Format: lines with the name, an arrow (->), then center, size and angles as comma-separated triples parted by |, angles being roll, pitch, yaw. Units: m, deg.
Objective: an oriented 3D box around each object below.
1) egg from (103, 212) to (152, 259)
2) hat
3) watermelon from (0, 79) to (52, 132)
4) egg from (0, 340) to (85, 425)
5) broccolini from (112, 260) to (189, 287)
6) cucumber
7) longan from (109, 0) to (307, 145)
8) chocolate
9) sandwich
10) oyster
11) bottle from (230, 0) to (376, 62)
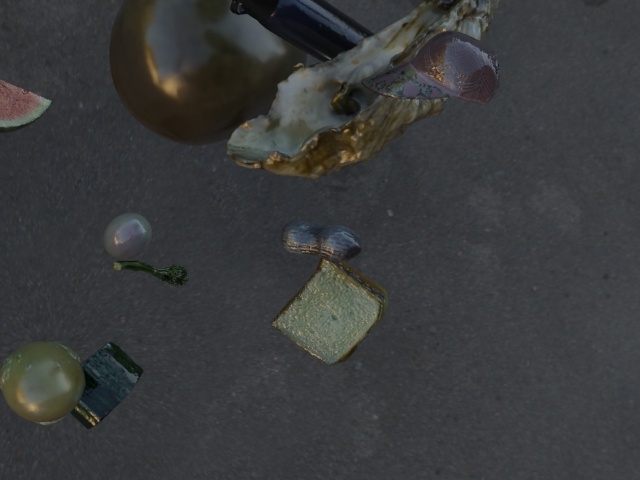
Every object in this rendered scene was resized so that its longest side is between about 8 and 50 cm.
egg -> -0.450, -0.011, 1.593 | 0.103, 0.135, 0.103 | 24, 50, -33
hat -> 0.069, -0.109, 0.425 | 0.058, 0.087, 0.042 | -27, 125, -61
watermelon -> -0.786, -0.309, 1.700 | 0.193, 0.137, 0.145 | -3, 62, 8
egg -> -0.574, 0.291, 1.410 | 0.164, 0.201, 0.164 | -19, 120, -36
broccolini -> -0.358, 0.065, 1.457 | 0.054, 0.239, 0.051 | 35, 93, 23
cucumber -> -0.531, 0.348, 1.629 | 0.191, 0.191, 0.130 | -41, 93, -22
longan -> -0.196, -0.340, 1.207 | 0.361, 0.361, 0.361 | 4, 80, -21
chocolate -> 0.000, 0.000, 1.329 | 0.167, 0.072, 0.072 | 10, 73, 23
sandwich -> 0.032, 0.178, 1.761 | 0.226, 0.087, 0.251 | 36, 110, -2
oyster -> 0.058, -0.163, 0.761 | 0.341, 0.166, 0.110 | -36, 125, -2
bottle -> -0.006, -0.289, 0.914 | 0.244, 0.072, 0.082 | 20, 103, -35
